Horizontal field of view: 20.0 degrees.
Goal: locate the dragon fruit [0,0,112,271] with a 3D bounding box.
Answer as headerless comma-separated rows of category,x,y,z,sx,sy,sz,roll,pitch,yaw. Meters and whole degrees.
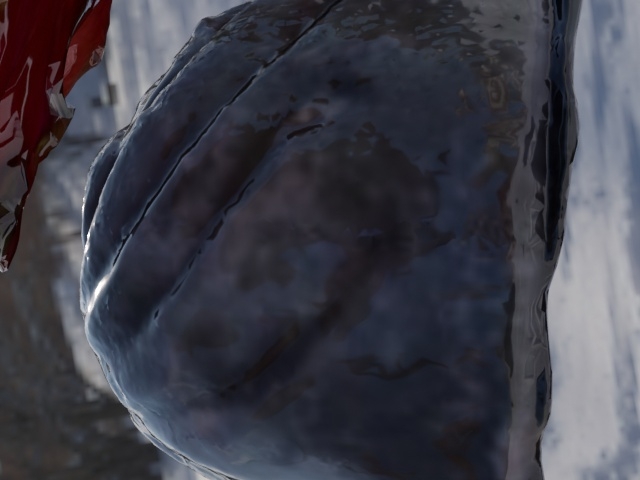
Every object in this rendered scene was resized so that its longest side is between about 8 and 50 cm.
dragon fruit,-0.165,-0.123,0.473,0.386,0.249,0.371,3,-96,-83

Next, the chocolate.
chocolate,0.000,0.000,0.820,0.303,0.213,0.303,3,-90,-87
